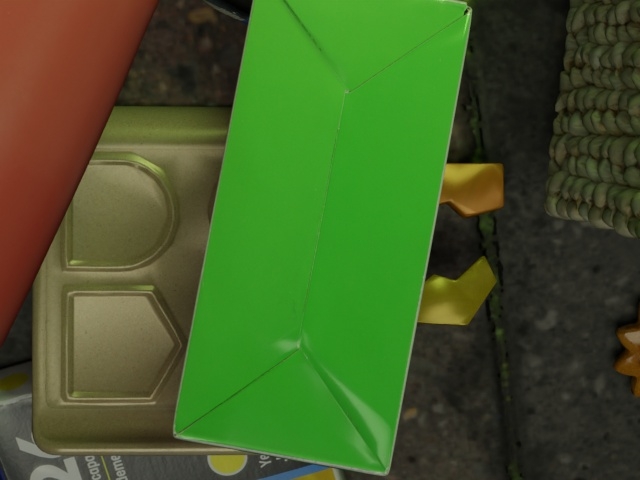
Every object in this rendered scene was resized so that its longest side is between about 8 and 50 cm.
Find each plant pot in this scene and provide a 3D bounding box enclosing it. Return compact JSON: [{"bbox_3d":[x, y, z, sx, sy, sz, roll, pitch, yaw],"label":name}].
[{"bbox_3d":[-0.238,-0.098,1.113,0.275,0.275,0.243,33,96,-15],"label":"plant pot"}]

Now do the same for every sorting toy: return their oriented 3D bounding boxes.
[{"bbox_3d":[-0.034,0.026,1.276,0.307,0.041,0.229,0,85,-4],"label":"sorting toy"}]

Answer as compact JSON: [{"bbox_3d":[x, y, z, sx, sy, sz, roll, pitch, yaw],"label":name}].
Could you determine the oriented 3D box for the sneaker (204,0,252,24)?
[{"bbox_3d":[-0.074,-0.180,1.220,0.135,0.058,0.052,33,105,-15],"label":"sneaker"}]

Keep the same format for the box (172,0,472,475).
[{"bbox_3d":[0.000,0.000,1.142,0.127,0.231,0.262,11,85,-2],"label":"box"}]

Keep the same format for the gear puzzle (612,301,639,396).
[{"bbox_3d":[0.372,0.092,1.364,0.339,0.044,0.175,11,110,-8],"label":"gear puzzle"}]

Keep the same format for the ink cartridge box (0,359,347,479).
[{"bbox_3d":[-0.126,0.217,1.368,0.307,0.072,0.303,-17,112,0],"label":"ink cartridge box"}]

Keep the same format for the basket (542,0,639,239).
[{"bbox_3d":[0.312,-0.112,1.100,0.331,0.328,0.266,10,94,-5],"label":"basket"}]
